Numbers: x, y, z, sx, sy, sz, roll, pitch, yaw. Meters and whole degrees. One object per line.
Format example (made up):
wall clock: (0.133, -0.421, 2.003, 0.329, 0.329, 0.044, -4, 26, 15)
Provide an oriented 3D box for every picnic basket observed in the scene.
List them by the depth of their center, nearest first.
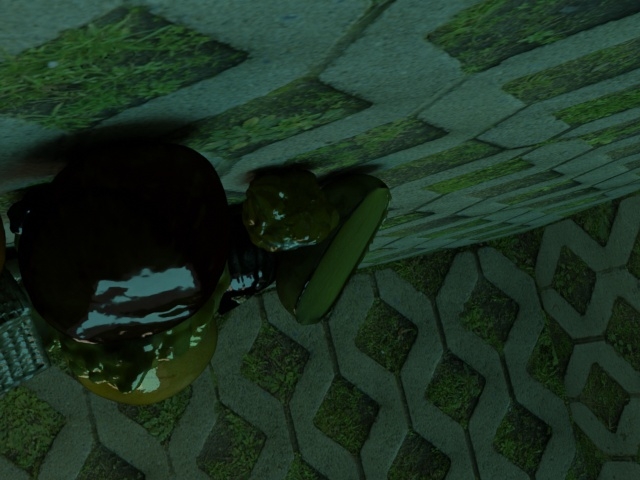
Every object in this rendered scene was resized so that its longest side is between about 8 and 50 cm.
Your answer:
picnic basket: (-0.418, 0.102, 1.123, 0.196, 0.134, 0.154, -30, 146, -21)

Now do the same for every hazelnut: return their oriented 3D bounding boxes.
hazelnut: (-0.211, -0.011, 1.104, 0.233, 0.218, 0.218, -21, 173, 7)

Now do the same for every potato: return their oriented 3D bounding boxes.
potato: (0.000, 0.000, 1.685, 0.160, 0.111, 0.272, 0, 124, -61)

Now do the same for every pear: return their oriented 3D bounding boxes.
pear: (-0.379, 0.195, 2.176, 0.314, 0.314, 0.314, -14, 174, -1)

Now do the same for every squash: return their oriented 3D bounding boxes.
squash: (-0.155, 0.028, 1.748, 0.193, 0.156, 0.193, 9, -177, 0)

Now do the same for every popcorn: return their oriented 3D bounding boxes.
popcorn: (-0.256, 0.059, 1.350, 0.293, 0.293, 0.237, -13, -170, -6)

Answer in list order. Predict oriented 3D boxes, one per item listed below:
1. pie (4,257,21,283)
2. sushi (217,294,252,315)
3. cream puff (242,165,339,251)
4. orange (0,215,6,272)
pie: (-0.522, 0.061, 1.679, 0.274, 0.055, 0.274, -13, 179, 0)
sushi: (-0.133, 0.025, 2.040, 0.273, 0.134, 0.109, -28, -166, -19)
cream puff: (-0.051, -0.052, 1.492, 0.146, 0.116, 0.146, -12, -160, 4)
orange: (-0.393, 0.010, 0.982, 0.193, 0.161, 0.193, -4, 169, -1)
